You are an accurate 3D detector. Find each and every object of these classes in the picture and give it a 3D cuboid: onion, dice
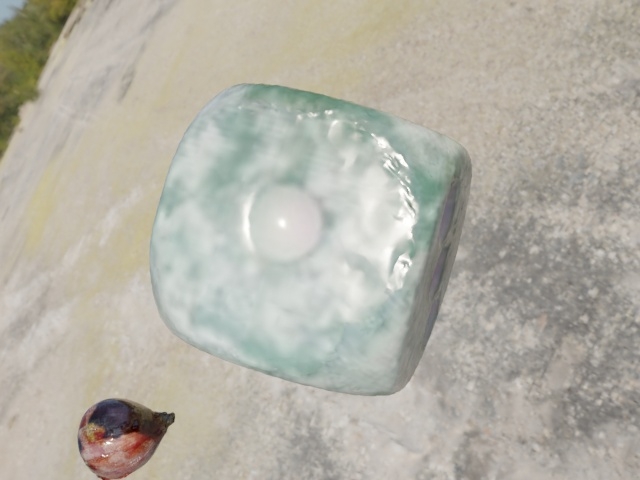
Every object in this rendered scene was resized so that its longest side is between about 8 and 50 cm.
[{"bbox_3d":[-0.382,0.384,1.570,0.195,0.159,0.159,-20,33,3],"label":"onion"},{"bbox_3d":[0.000,0.000,1.035,0.348,0.330,0.328,13,-86,-76],"label":"dice"}]
